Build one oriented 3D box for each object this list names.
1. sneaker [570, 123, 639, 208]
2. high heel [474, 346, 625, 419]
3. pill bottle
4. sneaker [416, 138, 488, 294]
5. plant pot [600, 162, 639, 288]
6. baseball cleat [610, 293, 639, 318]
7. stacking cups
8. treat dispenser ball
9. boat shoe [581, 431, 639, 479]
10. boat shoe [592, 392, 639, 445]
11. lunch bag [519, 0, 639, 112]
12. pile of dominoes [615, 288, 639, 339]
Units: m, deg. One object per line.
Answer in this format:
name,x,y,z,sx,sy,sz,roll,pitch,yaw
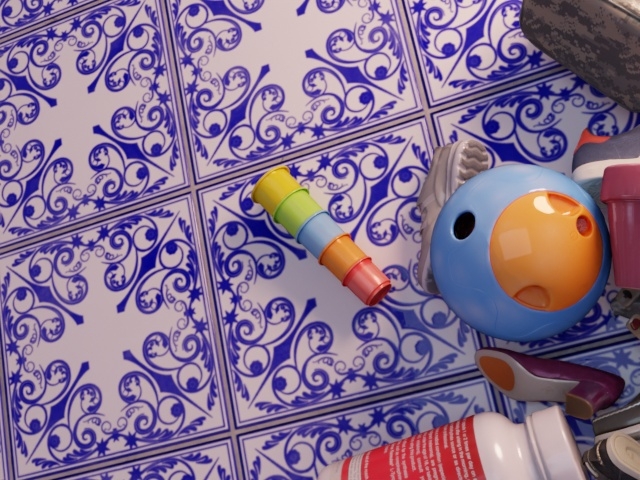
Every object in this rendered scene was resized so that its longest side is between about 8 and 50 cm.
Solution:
sneaker,0.594,-0.143,1.584,0.350,0.131,0.148,1,56,11
high heel,0.383,0.221,1.616,0.244,0.117,0.082,15,118,42
pill bottle,0.216,0.410,1.528,0.407,0.229,0.229,-22,71,14
sneaker,0.224,-0.041,1.723,0.115,0.105,0.281,10,84,56
plant pot,0.516,-0.012,1.431,0.201,0.201,0.180,5,88,21
baseball cleat,0.577,0.086,1.553,0.206,0.072,0.109,0,57,40
stacking cups,0.000,0.000,1.786,0.096,0.096,0.316,-44,70,6
treat dispenser ball,0.322,0.020,1.551,0.288,0.288,0.288,-5,76,19
boat shoe,0.508,0.386,1.480,0.233,0.084,0.079,38,127,-9
boat shoe,0.565,0.241,1.509,0.305,0.109,0.091,-22,69,8
lunch bag,0.531,-0.401,1.617,0.256,0.212,0.305,-40,64,-19
pile of dominoes,0.583,0.065,1.468,0.251,0.040,0.196,-52,49,13
